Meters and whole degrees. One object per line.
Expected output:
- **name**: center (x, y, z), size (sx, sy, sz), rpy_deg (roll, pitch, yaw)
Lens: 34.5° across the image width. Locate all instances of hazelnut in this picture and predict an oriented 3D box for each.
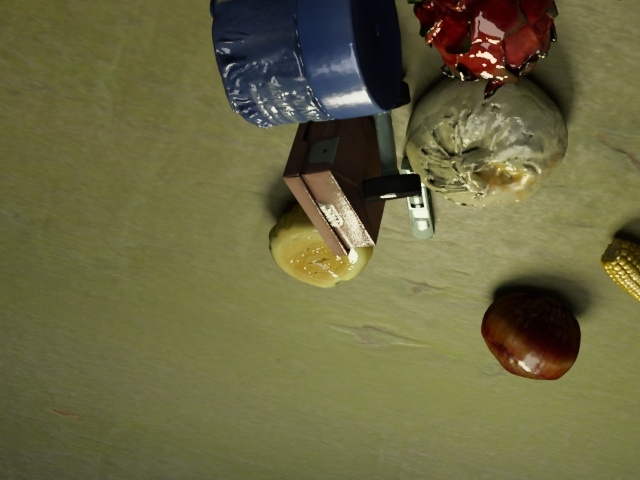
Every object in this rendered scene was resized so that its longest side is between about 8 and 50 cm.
- **hazelnut**: center (0.430, 0.192, 2.105), size (0.204, 0.178, 0.178), rpy_deg (34, 146, 21)

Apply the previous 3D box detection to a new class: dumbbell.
- **dumbbell**: center (0.109, -0.163, 1.710), size (0.100, 0.191, 0.100), rpy_deg (-8, 180, 0)

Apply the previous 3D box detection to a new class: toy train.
- **toy train**: center (0.185, -0.070, 1.928), size (0.043, 0.047, 0.207), rpy_deg (0, 139, 15)

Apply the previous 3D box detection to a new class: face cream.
- **face cream**: center (-0.017, -0.300, 1.538), size (0.225, 0.249, 0.249), rpy_deg (-4, 139, 23)

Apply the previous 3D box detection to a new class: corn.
- **corn**: center (0.659, 0.094, 1.975), size (0.305, 0.106, 0.106), rpy_deg (35, 135, -23)

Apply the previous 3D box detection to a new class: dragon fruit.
- **dragon fruit**: center (0.249, -0.326, 1.490), size (0.274, 0.192, 0.193), rpy_deg (19, 134, -28)

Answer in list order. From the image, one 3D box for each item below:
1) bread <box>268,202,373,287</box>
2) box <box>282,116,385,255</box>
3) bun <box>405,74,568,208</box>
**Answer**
- **bread**: center (0.000, 0.000, 2.011), size (0.214, 0.104, 0.213), rpy_deg (9, 143, 7)
- **box**: center (0.039, -0.120, 1.766), size (0.086, 0.215, 0.215), rpy_deg (-7, 138, 27)
- **bun**: center (0.275, -0.150, 1.731), size (0.287, 0.146, 0.287), rpy_deg (10, 144, 7)
